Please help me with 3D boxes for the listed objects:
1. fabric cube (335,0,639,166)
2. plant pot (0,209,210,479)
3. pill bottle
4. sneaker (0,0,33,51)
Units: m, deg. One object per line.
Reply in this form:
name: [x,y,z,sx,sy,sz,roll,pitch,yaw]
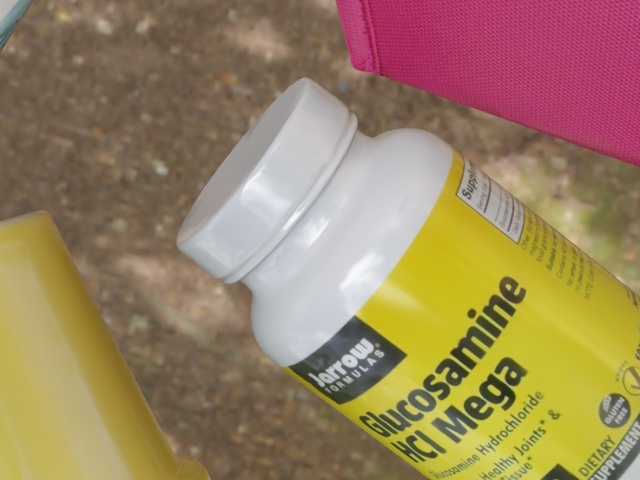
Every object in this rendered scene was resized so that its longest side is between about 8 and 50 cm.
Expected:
fabric cube: [0.159,-0.144,0.343,0.258,0.254,0.259,21,167,13]
plant pot: [-0.190,0.118,0.888,0.254,0.239,0.254,-15,-177,1]
pill bottle: [0.077,0.047,1.119,0.334,0.188,0.188,37,155,-12]
sneaker: [-0.282,-0.186,1.044,0.208,0.319,0.127,32,121,-14]
